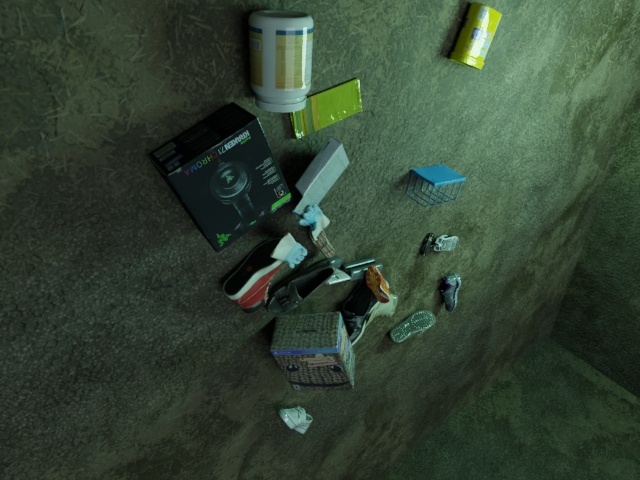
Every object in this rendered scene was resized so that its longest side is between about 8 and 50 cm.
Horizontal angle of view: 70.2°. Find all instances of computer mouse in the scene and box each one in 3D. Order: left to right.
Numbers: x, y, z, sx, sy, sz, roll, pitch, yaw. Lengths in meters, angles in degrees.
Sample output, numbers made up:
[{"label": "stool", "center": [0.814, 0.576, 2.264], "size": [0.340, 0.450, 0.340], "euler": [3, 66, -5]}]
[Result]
[{"label": "computer mouse", "center": [0.512, 0.012, 1.954], "size": [0.192, 0.042, 0.106], "euler": [-3, 116, -33]}]

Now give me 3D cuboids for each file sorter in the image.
[{"label": "file sorter", "center": [0.417, -0.198, 1.661], "size": [0.170, 0.118, 0.105], "euler": [-13, 130, -34]}]

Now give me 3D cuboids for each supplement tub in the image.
[{"label": "supplement tub", "center": [-0.091, -0.411, 1.045], "size": [0.144, 0.144, 0.200], "euler": [-19, 130, -30]}]

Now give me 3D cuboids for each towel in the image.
[{"label": "towel", "center": [0.020, -0.367, 1.267], "size": [0.237, 0.021, 0.102], "euler": [-29, 135, -23]}]

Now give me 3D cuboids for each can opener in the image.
[{"label": "can opener", "center": [0.111, 0.094, 1.637], "size": [0.283, 0.076, 0.095], "euler": [-12, 127, -37]}]

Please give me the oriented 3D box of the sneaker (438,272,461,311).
[{"label": "sneaker", "center": [0.608, 0.253, 2.201], "size": [0.098, 0.083, 0.224], "euler": [-6, 123, -11]}]

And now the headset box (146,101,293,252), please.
[{"label": "headset box", "center": [-0.232, -0.144, 1.125], "size": [0.246, 0.131, 0.283], "euler": [-36, 137, -15]}]

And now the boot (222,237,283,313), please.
[{"label": "boot", "center": [-0.170, 0.114, 1.410], "size": [0.244, 0.088, 0.176], "euler": [-44, 146, -9]}]

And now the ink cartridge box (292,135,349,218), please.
[{"label": "ink cartridge box", "center": [-0.007, -0.167, 1.290], "size": [0.224, 0.045, 0.223], "euler": [-55, 171, 1]}]

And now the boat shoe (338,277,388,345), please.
[{"label": "boat shoe", "center": [0.129, 0.270, 1.742], "size": [0.340, 0.127, 0.113], "euler": [-50, 137, -3]}]

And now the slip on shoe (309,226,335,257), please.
[{"label": "slip on shoe", "center": [0.000, 0.000, 1.500], "size": [0.051, 0.041, 0.135], "euler": [-42, 119, -8]}]

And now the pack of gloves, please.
[{"label": "pack of gloves", "center": [-0.040, -0.001, 1.347], "size": [0.195, 0.046, 0.232], "euler": [-55, 162, -3]}]

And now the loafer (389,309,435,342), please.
[{"label": "loafer", "center": [0.425, 0.409, 2.140], "size": [0.251, 0.094, 0.087], "euler": [-22, 156, -16]}]

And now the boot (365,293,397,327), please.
[{"label": "boot", "center": [0.227, 0.301, 1.887], "size": [0.165, 0.077, 0.213], "euler": [23, 100, -49]}]

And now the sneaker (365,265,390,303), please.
[{"label": "sneaker", "center": [0.208, 0.156, 1.678], "size": [0.064, 0.067, 0.175], "euler": [-15, 123, 16]}]

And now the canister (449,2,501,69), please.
[{"label": "canister", "center": [0.492, -0.643, 1.440], "size": [0.126, 0.073, 0.170], "euler": [-1, 118, -41]}]

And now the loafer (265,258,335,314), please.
[{"label": "loafer", "center": [-0.066, 0.152, 1.487], "size": [0.267, 0.084, 0.096], "euler": [-36, 99, -6]}]

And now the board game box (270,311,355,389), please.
[{"label": "board game box", "center": [-0.017, 0.398, 1.609], "size": [0.231, 0.141, 0.291], "euler": [-6, 135, 14]}]

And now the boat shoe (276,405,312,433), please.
[{"label": "boat shoe", "center": [-0.104, 0.737, 1.912], "size": [0.084, 0.095, 0.258], "euler": [-46, 149, -11]}]
